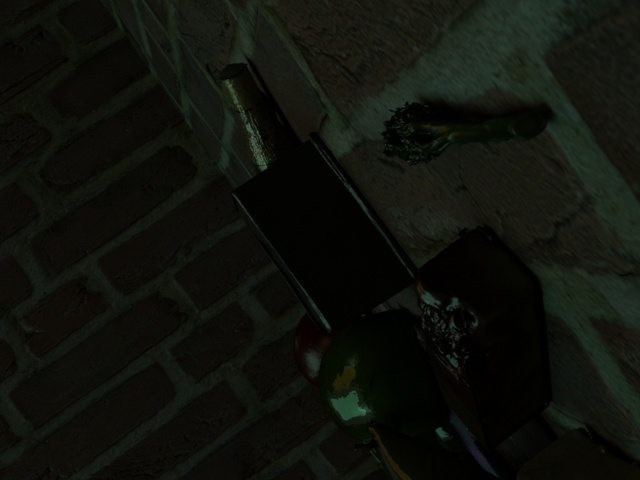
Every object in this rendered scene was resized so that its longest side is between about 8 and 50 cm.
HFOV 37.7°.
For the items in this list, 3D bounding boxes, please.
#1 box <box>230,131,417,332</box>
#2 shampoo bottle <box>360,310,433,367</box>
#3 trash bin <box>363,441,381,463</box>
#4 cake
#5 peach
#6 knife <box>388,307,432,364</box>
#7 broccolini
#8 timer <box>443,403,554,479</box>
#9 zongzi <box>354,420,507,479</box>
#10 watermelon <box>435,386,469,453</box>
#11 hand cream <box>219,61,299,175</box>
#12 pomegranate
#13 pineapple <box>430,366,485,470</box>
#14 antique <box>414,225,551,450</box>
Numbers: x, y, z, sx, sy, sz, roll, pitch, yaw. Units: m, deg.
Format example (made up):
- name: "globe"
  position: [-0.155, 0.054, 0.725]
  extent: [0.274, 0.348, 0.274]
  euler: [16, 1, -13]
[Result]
- name: "box"
  position: [0.000, 0.000, 1.349]
  extent: [0.252, 0.153, 0.188]
  euler: [55, 173, 4]
- name: "shampoo bottle"
  position: [0.145, 0.214, 1.699]
  extent: [0.234, 0.087, 0.118]
  euler: [52, 178, 22]
- name: "trash bin"
  position: [0.179, 0.377, 1.932]
  extent: [0.209, 0.182, 0.290]
  euler: [51, 179, 24]
- name: "cake"
  position: [0.272, 0.268, 0.898]
  extent: [0.086, 0.117, 0.220]
  euler: [64, 172, -23]
- name: "peach"
  position: [0.047, 0.250, 2.126]
  extent: [0.243, 0.199, 0.243]
  euler: [44, 166, 14]
- name: "knife"
  position: [0.171, 0.169, 1.469]
  extent: [0.089, 0.043, 0.365]
  euler: [55, 174, -13]
- name: "broccolini"
  position: [0.100, -0.077, 0.681]
  extent: [0.239, 0.054, 0.051]
  euler: [-156, 46, -73]
- name: "timer"
  position: [0.256, 0.282, 1.247]
  extent: [0.208, 0.069, 0.191]
  euler: [54, 166, -15]
- name: "zongzi"
  position: [0.238, 0.364, 1.036]
  extent: [0.418, 0.181, 0.447]
  euler: [46, 166, -1]
- name: "watermelon"
  position: [0.221, 0.268, 1.399]
  extent: [0.133, 0.105, 0.105]
  euler: [17, 166, 9]
- name: "hand cream"
  position: [-0.098, -0.183, 1.447]
  extent: [0.203, 0.084, 0.084]
  euler: [62, 171, -31]
- name: "pomegranate"
  position: [0.088, 0.222, 1.327]
  extent: [0.190, 0.159, 0.240]
  euler: [-96, -16, -64]
- name: "pineapple"
  position: [0.238, 0.344, 1.493]
  extent: [0.170, 0.141, 0.310]
  euler: [9, -136, -55]
- name: "antique"
  position: [0.166, 0.108, 0.947]
  extent: [0.087, 0.093, 0.310]
  euler: [50, 172, 32]
